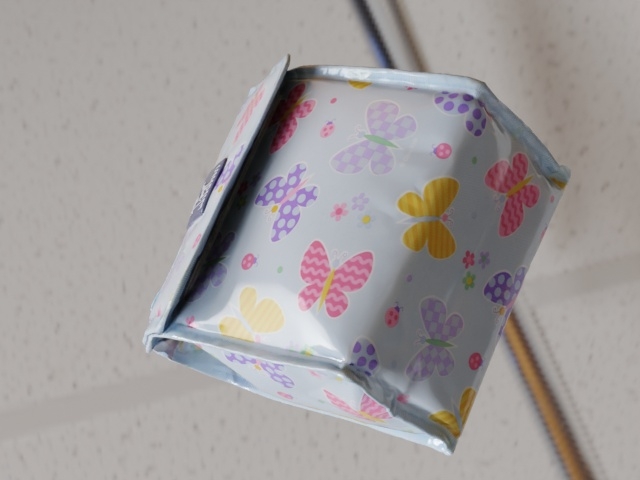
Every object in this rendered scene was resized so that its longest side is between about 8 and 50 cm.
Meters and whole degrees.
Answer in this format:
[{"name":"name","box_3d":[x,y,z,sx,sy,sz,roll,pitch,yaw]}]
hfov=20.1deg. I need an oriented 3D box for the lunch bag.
[{"name":"lunch bag","box_3d":[0.000,0.000,0.391,0.083,0.053,0.071,12,-108,46]}]
